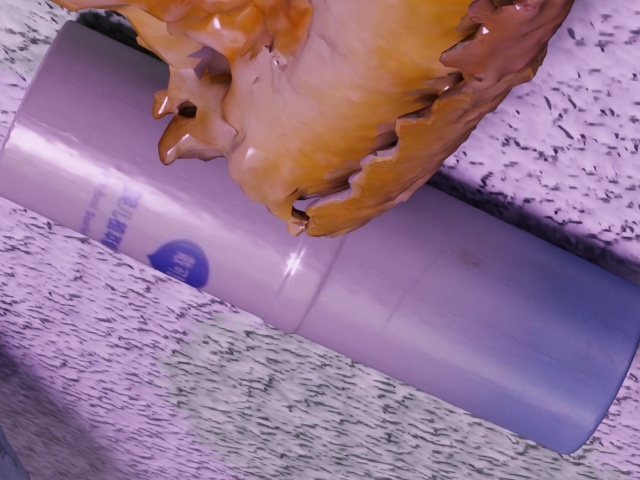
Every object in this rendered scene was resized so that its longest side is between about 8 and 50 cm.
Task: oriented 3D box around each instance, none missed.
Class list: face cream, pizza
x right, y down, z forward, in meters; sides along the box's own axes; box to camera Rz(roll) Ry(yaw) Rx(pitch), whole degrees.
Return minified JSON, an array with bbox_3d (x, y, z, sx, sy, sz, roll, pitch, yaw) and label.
[{"bbox_3d":[0.000,0.000,0.772,0.250,0.077,0.077,24,152,-3],"label":"face cream"},{"bbox_3d":[-0.047,-0.168,0.513,0.435,0.080,0.392,36,150,-24],"label":"pizza"}]

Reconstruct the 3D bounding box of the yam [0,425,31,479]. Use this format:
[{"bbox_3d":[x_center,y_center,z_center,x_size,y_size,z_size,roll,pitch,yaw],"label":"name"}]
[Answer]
[{"bbox_3d":[-0.319,0.080,0.987,0.241,0.241,0.348,3,143,33],"label":"yam"}]
